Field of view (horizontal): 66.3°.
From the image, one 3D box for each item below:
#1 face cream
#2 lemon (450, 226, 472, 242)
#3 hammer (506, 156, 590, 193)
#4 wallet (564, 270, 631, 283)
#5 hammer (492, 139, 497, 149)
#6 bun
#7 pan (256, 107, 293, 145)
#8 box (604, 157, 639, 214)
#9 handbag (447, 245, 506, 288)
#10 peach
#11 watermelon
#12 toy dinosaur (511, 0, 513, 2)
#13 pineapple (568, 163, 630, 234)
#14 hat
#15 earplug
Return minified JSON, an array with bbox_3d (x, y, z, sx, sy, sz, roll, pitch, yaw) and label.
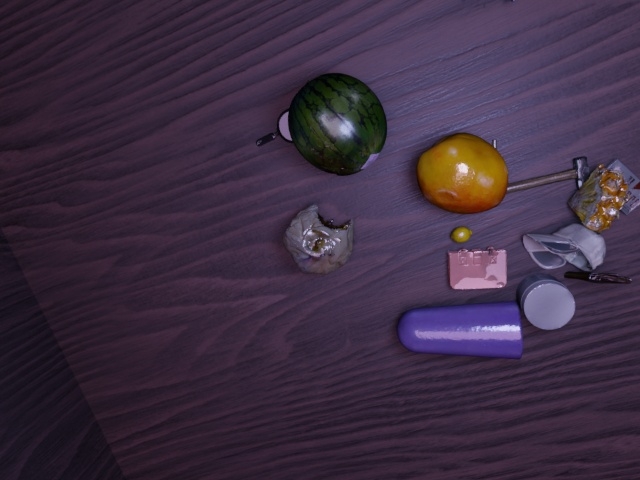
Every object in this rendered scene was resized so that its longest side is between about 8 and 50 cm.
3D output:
[{"bbox_3d":[0.829,0.223,1.815,0.177,0.153,0.178,2,101,10],"label":"face cream"},{"bbox_3d":[0.535,-0.023,1.855,0.083,0.062,0.062,-17,99,12],"label":"lemon"},{"bbox_3d":[0.784,-0.209,1.784,0.364,0.043,0.111,-13,101,10],"label":"hammer"},{"bbox_3d":[0.970,0.129,1.727,0.132,0.243,0.039,9,89,9],"label":"wallet"},{"bbox_3d":[0.646,-0.280,1.809,0.062,0.017,0.182,-1,100,9],"label":"hammer"},{"bbox_3d":[-0.009,0.012,1.875,0.281,0.205,0.282,2,104,10],"label":"bun"},{"bbox_3d":[-0.147,-0.422,1.896,0.234,0.028,0.136,-24,96,13],"label":"pan"},{"bbox_3d":[1.072,-0.192,1.749,0.177,0.036,0.115,43,107,-1],"label":"box"},{"bbox_3d":[0.598,0.104,1.874,0.212,0.059,0.158,-3,102,8],"label":"handbag"},{"bbox_3d":[0.497,-0.220,1.701,0.289,0.289,0.308,-40,89,14],"label":"peach"},{"bbox_3d":[0.060,-0.407,1.713,0.362,0.363,0.364,2,102,9],"label":"watermelon"},{"bbox_3d":[0.660,-0.906,1.647,0.363,0.076,0.147,-40,87,18],"label":"toy dinosaur"},{"bbox_3d":[0.955,-0.138,1.698,0.114,0.186,0.237,26,85,-9],"label":"pineapple"},{"bbox_3d":[0.872,0.015,1.760,0.274,0.232,0.161,10,72,18],"label":"hat"},{"bbox_3d":[0.519,0.342,1.865,0.455,0.215,0.215,-3,101,12],"label":"earplug"}]
